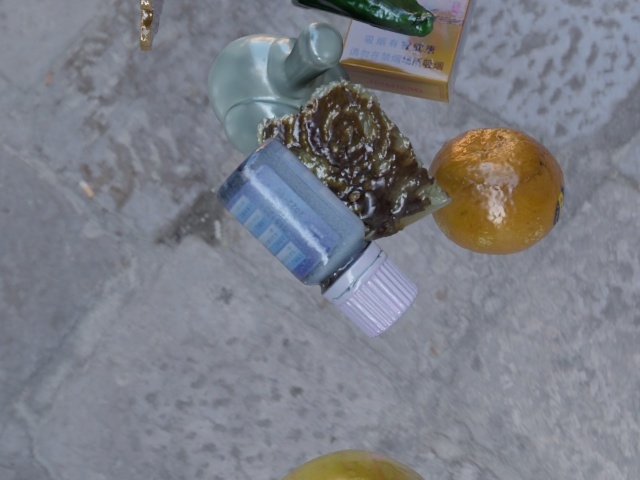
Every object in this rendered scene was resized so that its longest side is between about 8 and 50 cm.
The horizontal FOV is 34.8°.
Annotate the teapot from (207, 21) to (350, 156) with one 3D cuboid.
[{"bbox_3d":[-0.060,-0.214,1.390,0.219,0.318,0.149,2,65,9],"label":"teapot"}]

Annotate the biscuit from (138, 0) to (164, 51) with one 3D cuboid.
[{"bbox_3d":[-0.330,-0.467,1.994,0.040,0.144,0.236,8,29,-9],"label":"biscuit"}]

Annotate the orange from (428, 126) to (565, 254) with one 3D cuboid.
[{"bbox_3d":[0.273,-0.076,1.600,0.219,0.193,0.219,2,48,-2],"label":"orange"}]

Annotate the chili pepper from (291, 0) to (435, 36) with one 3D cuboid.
[{"bbox_3d":[0.052,-0.324,1.379,0.216,0.108,0.062,19,105,16],"label":"chili pepper"}]

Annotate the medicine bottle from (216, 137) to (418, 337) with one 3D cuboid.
[{"bbox_3d":[0.000,0.000,0.950,0.203,0.083,0.083,44,88,0],"label":"medicine bottle"}]

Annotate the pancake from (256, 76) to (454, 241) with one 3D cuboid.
[{"bbox_3d":[0.022,-0.077,1.302,0.212,0.257,0.056,-38,23,11],"label":"pancake"}]

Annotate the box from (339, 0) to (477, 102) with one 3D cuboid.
[{"bbox_3d":[0.147,-0.360,1.580,0.174,0.076,0.274,13,73,13],"label":"box"}]

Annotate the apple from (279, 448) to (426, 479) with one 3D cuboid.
[{"bbox_3d":[0.044,0.385,1.157,0.286,0.286,0.233,-33,22,4],"label":"apple"}]
